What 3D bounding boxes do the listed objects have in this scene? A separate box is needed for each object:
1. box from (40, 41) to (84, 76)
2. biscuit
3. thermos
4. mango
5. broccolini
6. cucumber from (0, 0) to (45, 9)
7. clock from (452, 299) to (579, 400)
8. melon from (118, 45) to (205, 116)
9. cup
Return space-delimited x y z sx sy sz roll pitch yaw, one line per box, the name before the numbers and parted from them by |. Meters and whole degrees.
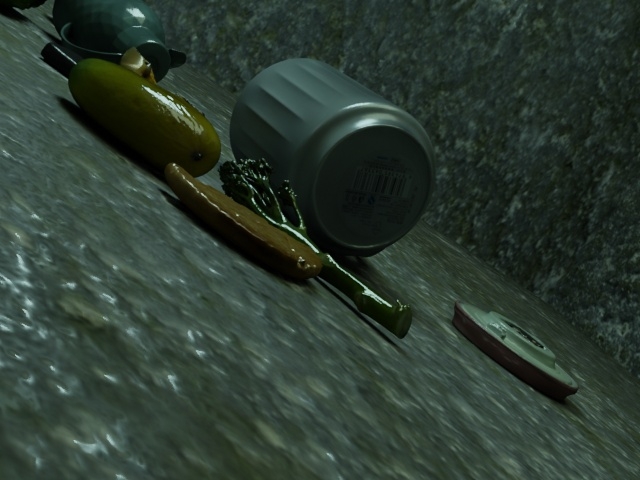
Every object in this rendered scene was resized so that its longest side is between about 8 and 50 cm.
box | -0.344 -0.241 1.932 0.125 0.027 0.126 38 5 8
biscuit | -0.080 -0.008 1.515 0.224 0.033 0.144 31 10 -31
thermos | -0.349 -0.340 2.158 0.182 0.145 0.286 -6 29 -27
mango | -0.226 -0.156 1.625 0.237 0.091 0.137 31 0 11
broccolini | -0.002 -0.003 1.682 0.392 0.074 0.078 38 14 37
cucumber | -0.502 -0.437 2.135 0.134 0.134 0.244 34 11 -10
clock | 0.318 0.173 2.133 0.244 0.056 0.244 35 6 -4
melon | -0.243 -0.194 1.920 0.160 0.079 0.128 42 -14 18
cup | 0.031 -0.098 2.039 0.327 0.236 0.323 43 -20 59
